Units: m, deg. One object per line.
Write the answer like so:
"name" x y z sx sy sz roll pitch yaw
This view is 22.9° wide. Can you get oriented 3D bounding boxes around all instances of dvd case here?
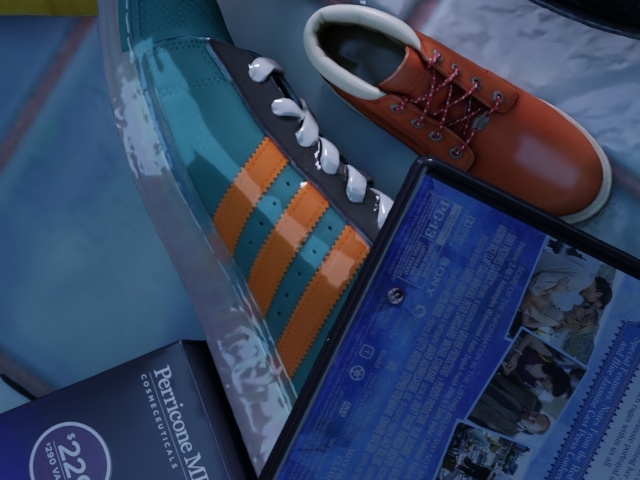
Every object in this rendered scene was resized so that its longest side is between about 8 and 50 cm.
"dvd case" 0.113 0.097 0.668 0.253 0.022 0.180 26 92 -11

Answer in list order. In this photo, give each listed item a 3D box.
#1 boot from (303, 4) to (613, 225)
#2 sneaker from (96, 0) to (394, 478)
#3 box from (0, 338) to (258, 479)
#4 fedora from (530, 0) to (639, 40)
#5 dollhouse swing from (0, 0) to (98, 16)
"boot" 0.060 -0.057 0.716 0.158 0.084 0.059 31 92 13
"sneaker" 0.000 0.000 0.718 0.121 0.108 0.302 -22 92 9
"box" -0.085 0.198 0.727 0.184 0.103 0.261 -23 81 9
"fedora" 0.159 -0.242 0.638 0.334 0.152 0.334 0 85 1
"dollhouse swing" -0.155 -0.326 0.803 0.347 0.305 0.315 2 128 14
